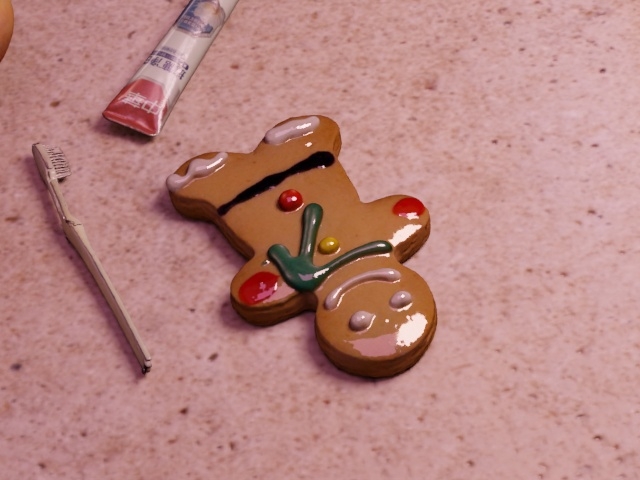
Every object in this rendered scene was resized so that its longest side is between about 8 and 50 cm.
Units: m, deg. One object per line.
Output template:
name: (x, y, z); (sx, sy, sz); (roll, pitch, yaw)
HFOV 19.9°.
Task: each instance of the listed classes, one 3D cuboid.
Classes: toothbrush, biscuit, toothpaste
toothbrush: (-0.210, 0.011, 1.659); (0.028, 0.026, 0.294); (-11, 50, -20)
biscuit: (0.000, 0.000, 1.627); (0.197, 0.049, 0.301); (-28, 55, -11)
toothpaste: (-0.132, -0.196, 1.802); (0.062, 0.039, 0.239); (22, 60, 15)

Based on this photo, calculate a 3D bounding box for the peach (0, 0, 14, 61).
peach: (-0.394, -0.217, 1.772); (0.184, 0.184, 0.184); (-4, 52, 5)
